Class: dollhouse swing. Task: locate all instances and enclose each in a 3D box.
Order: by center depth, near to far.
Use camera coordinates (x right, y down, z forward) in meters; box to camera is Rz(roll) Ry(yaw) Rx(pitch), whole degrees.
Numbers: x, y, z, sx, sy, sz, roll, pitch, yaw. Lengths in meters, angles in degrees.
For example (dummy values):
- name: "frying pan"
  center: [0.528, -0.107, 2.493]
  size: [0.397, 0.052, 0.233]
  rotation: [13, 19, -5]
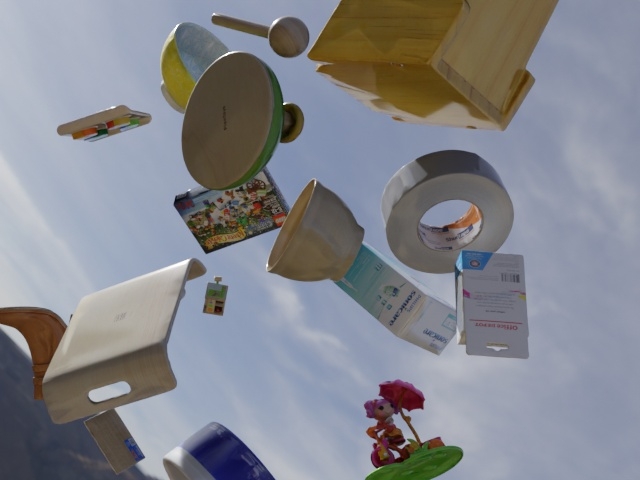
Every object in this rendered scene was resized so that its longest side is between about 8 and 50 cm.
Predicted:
- name: "dollhouse swing"
  center: [0.208, -0.383, 1.584]
  size: [0.315, 0.304, 0.347]
  rotation: [10, -5, 32]

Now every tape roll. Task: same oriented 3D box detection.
- name: "tape roll"
  center: [0.215, -0.046, 1.605]
  size: [0.072, 0.219, 0.219]
  rotation: [-101, 166, -49]

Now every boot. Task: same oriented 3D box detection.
- name: "boot"
  center: [-0.682, 0.277, 2.289]
  size: [0.283, 0.220, 0.109]
  rotation: [18, -11, -43]

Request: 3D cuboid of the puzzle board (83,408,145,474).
- name: "puzzle board"
  center: [-0.428, 0.417, 1.952]
  size: [0.128, 0.011, 0.096]
  rotation: [56, 25, 8]

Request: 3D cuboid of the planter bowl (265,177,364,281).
- name: "planter bowl"
  center: [0.000, 0.000, 1.453]
  size: [0.109, 0.162, 0.162]
  rotation: [28, -17, -9]

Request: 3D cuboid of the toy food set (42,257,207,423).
- name: "toy food set"
  center: [-0.310, 0.161, 1.550]
  size: [0.306, 0.220, 0.092]
  rotation: [-84, 152, -58]

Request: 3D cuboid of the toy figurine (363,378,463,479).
- name: "toy figurine"
  center: [0.125, 0.306, 1.535]
  size: [0.130, 0.173, 0.159]
  rotation: [111, -35, -49]

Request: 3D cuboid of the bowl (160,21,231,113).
- name: "bowl"
  center: [-0.345, -0.436, 2.576]
  size: [0.156, 0.289, 0.289]
  rotation: [-32, -73, 27]

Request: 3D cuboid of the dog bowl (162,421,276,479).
- name: "dog bowl"
  center: [-0.145, 0.439, 1.577]
  size: [0.265, 0.104, 0.265]
  rotation: [42, -25, 25]

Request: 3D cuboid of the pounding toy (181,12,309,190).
- name: "pounding toy"
  center: [-0.081, -0.173, 1.243]
  size: [0.110, 0.236, 0.183]
  rotation: [13, 2, -44]

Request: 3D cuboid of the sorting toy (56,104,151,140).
- name: "sorting toy"
  center: [-0.543, -0.289, 2.382]
  size: [0.208, 0.193, 0.038]
  rotation: [1, 73, -83]

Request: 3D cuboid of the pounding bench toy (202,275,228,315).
- name: "pounding bench toy"
  center: [-0.259, 0.137, 2.329]
  size: [0.052, 0.083, 0.065]
  rotation: [10, -48, -5]

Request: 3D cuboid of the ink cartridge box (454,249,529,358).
- name: "ink cartridge box"
  center: [0.273, 0.112, 1.503]
  size: [0.104, 0.181, 0.061]
  rotation: [5, -28, -3]

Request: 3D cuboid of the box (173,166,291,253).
- name: "box"
  center: [-0.201, -0.073, 2.183]
  size: [0.044, 0.233, 0.159]
  rotation: [-88, 154, -54]

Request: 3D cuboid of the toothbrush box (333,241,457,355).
- name: "toothbrush box"
  center: [0.179, 0.132, 2.288]
  size: [0.295, 0.126, 0.216]
  rotation: [41, 7, 40]
